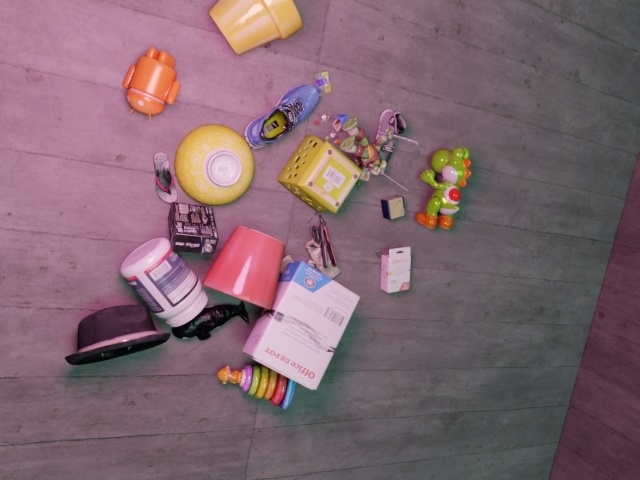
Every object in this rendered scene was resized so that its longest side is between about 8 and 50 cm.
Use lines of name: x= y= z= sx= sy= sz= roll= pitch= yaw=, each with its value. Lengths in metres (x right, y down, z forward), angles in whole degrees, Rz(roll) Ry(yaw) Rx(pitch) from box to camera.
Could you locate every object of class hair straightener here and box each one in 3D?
hair straightener: x=0.000 y=0.000 z=1.991 sx=0.088 sy=0.047 sz=0.231 roll=-11 pitch=88 yaw=-25

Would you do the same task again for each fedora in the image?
fedora: x=-0.686 y=0.306 z=1.683 sx=0.333 sy=0.334 sz=0.153 roll=-12 pitch=77 yaw=-23

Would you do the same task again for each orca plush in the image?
orca plush: x=-0.404 y=0.316 z=1.875 sx=0.287 sy=0.102 sz=0.151 roll=0 pitch=102 yaw=-26

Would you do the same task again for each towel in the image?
towel: x=0.012 y=-0.599 z=1.905 sx=0.060 sy=0.009 sz=0.083 roll=-20 pitch=110 yaw=-19

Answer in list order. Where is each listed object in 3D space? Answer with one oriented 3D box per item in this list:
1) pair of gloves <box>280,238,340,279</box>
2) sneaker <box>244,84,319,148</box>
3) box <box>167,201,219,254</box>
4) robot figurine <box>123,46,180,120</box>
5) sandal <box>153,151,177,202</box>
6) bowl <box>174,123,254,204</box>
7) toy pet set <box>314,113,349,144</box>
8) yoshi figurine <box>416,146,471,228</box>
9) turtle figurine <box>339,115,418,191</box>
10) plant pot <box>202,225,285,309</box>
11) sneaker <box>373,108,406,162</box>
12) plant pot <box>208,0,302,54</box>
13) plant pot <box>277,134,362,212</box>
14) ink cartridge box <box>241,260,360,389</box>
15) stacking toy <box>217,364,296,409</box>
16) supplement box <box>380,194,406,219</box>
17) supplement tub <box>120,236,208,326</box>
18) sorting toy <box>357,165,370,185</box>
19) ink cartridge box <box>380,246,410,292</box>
pair of gloves: x=-0.043 y=0.115 z=2.034 sx=0.240 sy=0.042 sz=0.204 roll=-32 pitch=114 yaw=-16
sneaker: x=-0.115 y=-0.446 z=1.801 sx=0.330 sy=0.147 sz=0.130 roll=-45 pitch=117 yaw=-16
box: x=-0.440 y=-0.042 z=1.722 sx=0.147 sy=0.180 sz=0.078 roll=6 pitch=127 yaw=-27
robot figurine: x=-0.540 y=-0.499 z=1.600 sx=0.158 sy=0.128 sz=0.220 roll=20 pitch=93 yaw=-28
sandal: x=-0.538 y=-0.213 z=1.719 sx=0.067 sy=0.040 sz=0.179 roll=-15 pitch=108 yaw=-22
bowl: x=-0.351 y=-0.255 z=1.734 sx=0.289 sy=0.156 sz=0.290 roll=-6 pitch=105 yaw=-24
toy pet set: x=0.061 y=-0.438 z=1.910 sx=0.114 sy=0.065 sz=0.122 roll=-25 pitch=78 yaw=-36
yoshi figurine: x=0.532 y=-0.244 z=2.179 sx=0.202 sy=0.203 sz=0.363 roll=20 pitch=112 yaw=12
turtle figurine: x=0.218 y=-0.353 z=1.900 sx=0.266 sy=0.274 sz=0.198 roll=28 pitch=93 yaw=-39
plant pot: x=-0.259 y=0.095 z=1.815 sx=0.274 sy=0.275 sz=0.243 roll=27 pitch=80 yaw=-28
sneaker: x=0.282 y=-0.413 z=2.009 sx=0.086 sy=0.132 sz=0.229 roll=1 pitch=102 yaw=-26
plant pot: x=-0.224 y=-0.745 z=1.639 sx=0.239 sy=0.254 sz=0.254 roll=-35 pitch=116 yaw=3
plant pot: x=0.010 y=-0.244 z=1.880 sx=0.228 sy=0.207 sz=0.227 roll=36 pitch=86 yaw=-27
ink cartridge box: x=-0.074 y=0.319 z=1.898 sx=0.285 sy=0.166 sz=0.395 roll=33 pitch=73 yaw=-18
stacking toy: x=-0.262 y=0.559 z=1.989 sx=0.301 sy=0.165 sz=0.175 roll=14 pitch=80 yaw=-16
supplement box: x=0.311 y=-0.142 z=2.131 sx=0.083 sy=0.056 sz=0.083 roll=-18 pitch=109 yaw=-20
supplement tub: x=-0.535 y=0.144 z=1.722 sx=0.191 sy=0.191 sz=0.272 roll=-37 pitch=115 yaw=-13
sorting toy: x=0.178 y=-0.265 z=2.063 sx=0.061 sy=0.012 sz=0.083 roll=8 pitch=99 yaw=-27
ink cartridge box: x=0.331 y=0.121 z=2.199 sx=0.115 sy=0.067 sz=0.198 roll=-6 pitch=106 yaw=-24
